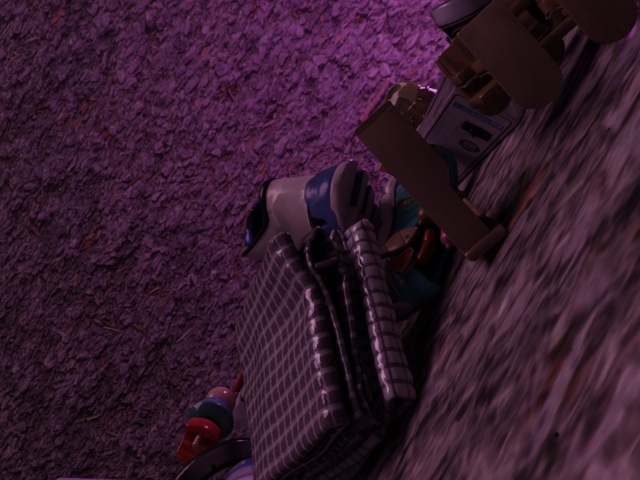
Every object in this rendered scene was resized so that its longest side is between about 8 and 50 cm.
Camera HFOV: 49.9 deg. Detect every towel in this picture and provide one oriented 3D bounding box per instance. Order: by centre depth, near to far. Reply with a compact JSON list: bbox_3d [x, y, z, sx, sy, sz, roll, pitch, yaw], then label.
[{"bbox_3d":[-0.016,0.143,0.773,0.283,0.121,0.235,117,149,-49],"label":"towel"}]

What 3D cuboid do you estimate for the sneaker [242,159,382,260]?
[{"bbox_3d":[0.000,-0.001,0.951,0.315,0.182,0.127,59,-137,-51],"label":"sneaker"}]

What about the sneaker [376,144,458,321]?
[{"bbox_3d":[0.135,-0.018,0.855,0.110,0.107,0.275,-35,28,48],"label":"sneaker"}]

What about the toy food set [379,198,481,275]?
[{"bbox_3d":[0.115,-0.005,0.758,0.122,0.019,0.078,-40,39,6],"label":"toy food set"}]

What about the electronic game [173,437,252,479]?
[{"bbox_3d":[-0.151,0.430,1.130,0.048,0.229,0.229,28,93,56],"label":"electronic game"}]

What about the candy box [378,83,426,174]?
[{"bbox_3d":[0.207,-0.208,1.398,0.186,0.109,0.053,-63,0,17],"label":"candy box"}]

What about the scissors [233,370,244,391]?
[{"bbox_3d":[-0.121,0.194,1.314,0.297,0.021,0.109,115,179,-49],"label":"scissors"}]

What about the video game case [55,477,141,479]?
[{"bbox_3d":[-0.295,0.542,1.132,0.036,0.329,0.300,20,97,64],"label":"video game case"}]

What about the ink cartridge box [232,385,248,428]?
[{"bbox_3d":[-0.044,0.241,1.493,0.285,0.166,0.395,-65,2,-34],"label":"ink cartridge box"}]

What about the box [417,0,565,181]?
[{"bbox_3d":[0.209,-0.192,0.949,0.169,0.087,0.290,-64,0,-13],"label":"box"}]

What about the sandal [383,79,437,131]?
[{"bbox_3d":[0.181,-0.230,1.253,0.120,0.086,0.303,-64,31,8],"label":"sandal"}]

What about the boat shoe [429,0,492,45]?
[{"bbox_3d":[0.251,-0.331,1.073,0.113,0.105,0.306,-20,7,21],"label":"boat shoe"}]

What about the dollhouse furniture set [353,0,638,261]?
[{"bbox_3d":[0.174,-0.124,0.649,0.242,0.161,0.212,-42,3,8],"label":"dollhouse furniture set"}]

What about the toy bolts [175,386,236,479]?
[{"bbox_3d":[-0.149,0.381,1.290,0.218,0.228,0.158,-62,2,28],"label":"toy bolts"}]

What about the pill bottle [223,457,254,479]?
[{"bbox_3d":[-0.087,0.379,0.946,0.124,0.124,0.221,-64,0,-7],"label":"pill bottle"}]
